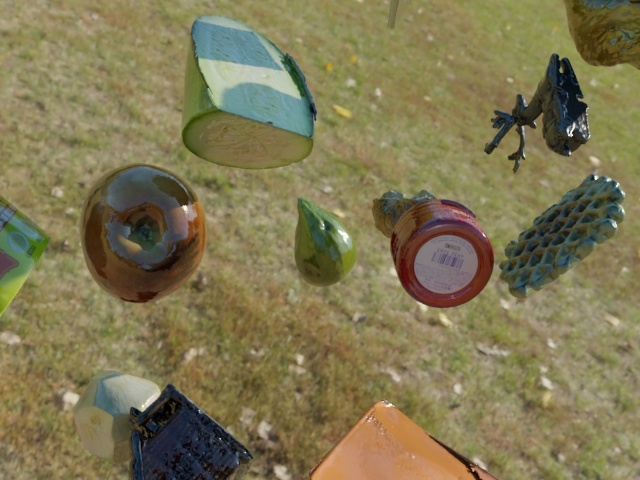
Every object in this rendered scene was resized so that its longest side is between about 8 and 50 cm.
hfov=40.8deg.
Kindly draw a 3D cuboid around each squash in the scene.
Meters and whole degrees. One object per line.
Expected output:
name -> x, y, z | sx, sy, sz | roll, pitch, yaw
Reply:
squash -> -0.133, -0.305, 1.569 | 0.234, 0.210, 0.308 | 14, 66, -26

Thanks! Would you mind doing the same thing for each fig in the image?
fig -> 0.014, 0.007, 2.134 | 0.167, 0.233, 0.167 | 4, 36, -3

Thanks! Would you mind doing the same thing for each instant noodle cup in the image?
instant noodle cup -> -0.619, 0.027, 1.464 | 0.222, 0.311, 0.311 | 34, 25, -18

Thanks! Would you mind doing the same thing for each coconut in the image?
coconut -> -0.471, 0.412, 2.058 | 0.237, 0.236, 0.197 | 36, 41, 19

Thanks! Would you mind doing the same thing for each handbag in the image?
handbag -> 0.127, 0.411, 1.282 | 0.304, 0.116, 0.410 | 35, 18, 12

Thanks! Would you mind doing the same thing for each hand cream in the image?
hand cream -> 0.233, 0.025, 1.660 | 0.193, 0.193, 0.125 | 19, 20, -11

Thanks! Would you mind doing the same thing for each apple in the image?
apple -> -0.322, -0.014, 1.556 | 0.254, 0.253, 0.253 | 19, 28, -11

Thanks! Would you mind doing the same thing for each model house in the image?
model house -> -0.328, 0.520, 1.842 | 0.297, 0.317, 0.282 | 34, 59, 2

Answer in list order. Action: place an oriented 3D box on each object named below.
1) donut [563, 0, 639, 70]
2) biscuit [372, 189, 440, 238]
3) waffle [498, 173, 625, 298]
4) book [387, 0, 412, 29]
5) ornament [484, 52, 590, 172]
donut -> 0.611, -0.429, 1.540 | 0.361, 0.170, 0.360 | -15, 37, 11
biscuit -> 0.168, -0.059, 1.803 | 0.061, 0.118, 0.183 | 27, -12, -37
waffle -> 0.494, -0.009, 1.768 | 0.056, 0.309, 0.292 | 45, 19, -12
book -> 0.186, -0.515, 1.644 | 0.016, 0.138, 0.198 | 27, 63, 11
ornament -> 0.383, -0.191, 1.556 | 0.080, 0.236, 0.202 | 12, 59, -22
